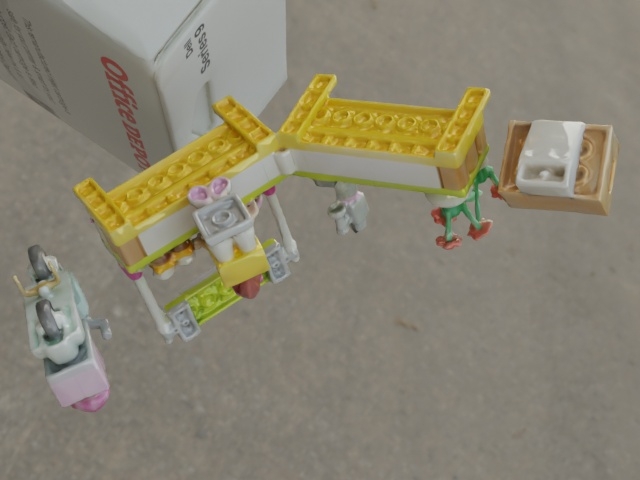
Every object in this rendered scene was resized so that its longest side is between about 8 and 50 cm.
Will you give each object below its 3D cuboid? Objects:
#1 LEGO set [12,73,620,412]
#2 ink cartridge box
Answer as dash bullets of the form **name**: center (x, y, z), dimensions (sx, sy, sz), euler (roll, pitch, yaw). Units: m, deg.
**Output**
- **LEGO set**: center (0.000, 0.000, 0.606), dimensions (0.132, 0.287, 0.107), euler (-105, 177, -47)
- **ink cartridge box**: center (-0.166, -0.172, 0.745), dimensions (0.289, 0.121, 0.211), euler (34, -16, 10)
